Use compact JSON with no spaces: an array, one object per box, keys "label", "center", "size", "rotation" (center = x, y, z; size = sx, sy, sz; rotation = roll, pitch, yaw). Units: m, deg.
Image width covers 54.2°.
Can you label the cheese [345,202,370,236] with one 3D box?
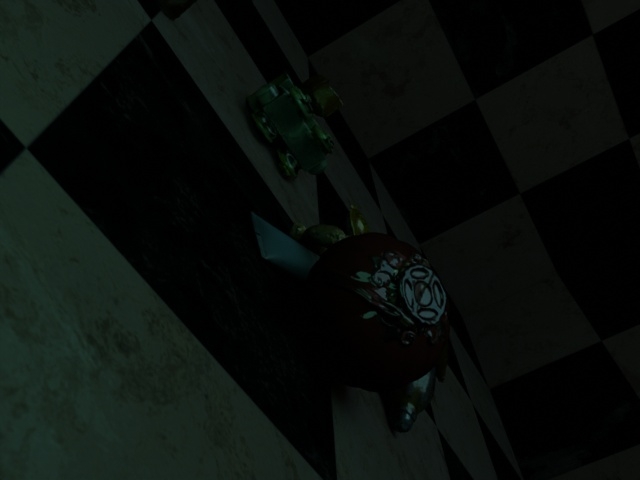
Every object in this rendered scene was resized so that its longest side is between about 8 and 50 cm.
[{"label":"cheese","center":[0.129,0.003,1.974],"size":[0.156,0.064,0.250],"rotation":[20,54,-69]}]

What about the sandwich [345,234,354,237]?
[{"label":"sandwich","center":[0.136,0.071,1.805],"size":[0.244,0.088,0.090],"rotation":[53,20,-35]}]

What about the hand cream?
[{"label":"hand cream","center":[-0.042,0.051,1.281],"size":[0.312,0.070,0.111],"rotation":[35,31,-47]}]

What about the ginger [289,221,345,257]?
[{"label":"ginger","center":[0.010,0.004,1.338],"size":[0.133,0.059,0.214],"rotation":[34,-17,-25]}]

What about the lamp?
[{"label":"lamp","center":[0.107,0.133,1.185],"size":[0.303,0.257,0.303],"rotation":[15,64,-34]}]

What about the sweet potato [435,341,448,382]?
[{"label":"sweet potato","center":[0.306,0.271,1.942],"size":[0.370,0.157,0.158],"rotation":[60,13,-18]}]

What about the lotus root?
[{"label":"lotus root","center":[0.209,0.314,1.500],"size":[0.158,0.139,0.322],"rotation":[56,17,-28]}]

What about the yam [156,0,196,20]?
[{"label":"yam","center":[-0.264,-0.588,1.313],"size":[0.129,0.238,0.128],"rotation":[45,27,-34]}]

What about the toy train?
[{"label":"toy train","center":[-0.075,-0.292,1.610],"size":[0.272,0.159,0.188],"rotation":[55,6,-29]}]

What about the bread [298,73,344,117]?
[{"label":"bread","center":[-0.001,-0.373,1.607],"size":[0.103,0.065,0.187],"rotation":[53,-4,-20]}]
